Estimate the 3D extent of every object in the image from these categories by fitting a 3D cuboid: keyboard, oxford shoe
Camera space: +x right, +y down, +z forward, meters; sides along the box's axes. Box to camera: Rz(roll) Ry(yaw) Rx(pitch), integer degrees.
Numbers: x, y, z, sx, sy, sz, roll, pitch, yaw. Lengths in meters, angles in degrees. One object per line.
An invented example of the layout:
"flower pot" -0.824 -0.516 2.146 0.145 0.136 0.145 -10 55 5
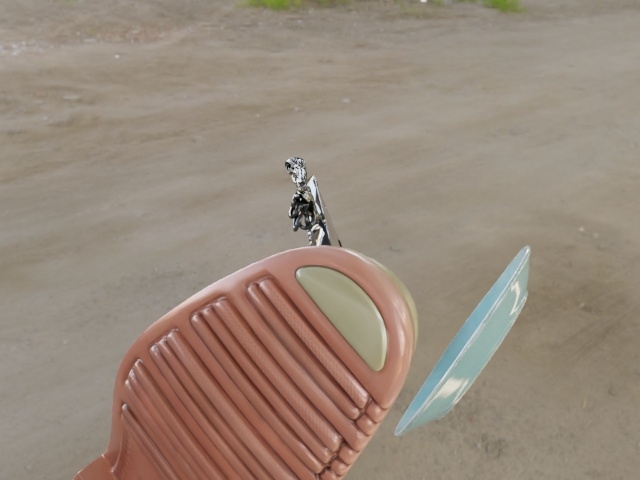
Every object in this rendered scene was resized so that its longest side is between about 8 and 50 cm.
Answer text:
"keyboard" 0.000 0.000 0.812 0.033 0.201 0.317 -20 25 3
"oxford shoe" -0.055 0.126 0.486 0.146 0.397 0.140 -21 70 -50

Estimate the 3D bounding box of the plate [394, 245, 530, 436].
"plate" 0.122 0.087 0.574 0.024 0.188 0.188 35 35 11
